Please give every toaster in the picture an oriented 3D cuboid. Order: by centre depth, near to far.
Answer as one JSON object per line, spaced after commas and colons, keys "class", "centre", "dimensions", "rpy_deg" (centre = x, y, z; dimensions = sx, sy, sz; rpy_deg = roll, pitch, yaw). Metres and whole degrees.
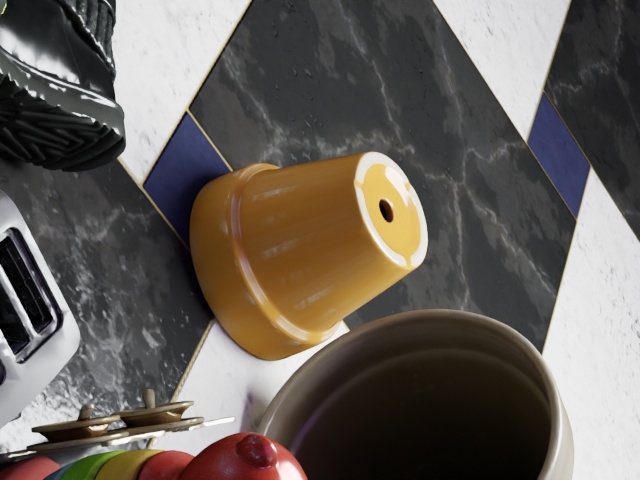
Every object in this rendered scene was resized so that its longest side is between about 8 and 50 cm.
{"class": "toaster", "centre": [-0.295, 0.070, 1.452], "dimensions": [0.168, 0.110, 0.186], "rpy_deg": [-45, 120, -43]}

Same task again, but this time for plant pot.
{"class": "plant pot", "centre": [0.122, 0.277, 1.893], "dimensions": [0.280, 0.323, 0.323], "rpy_deg": [61, 27, -45]}
{"class": "plant pot", "centre": [0.000, 0.000, 1.944], "dimensions": [0.205, 0.188, 0.205], "rpy_deg": [36, 43, -42]}

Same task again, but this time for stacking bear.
{"class": "stacking bear", "centre": [-0.131, 0.232, 1.485], "dimensions": [0.164, 0.289, 0.175], "rpy_deg": [-25, 92, -60]}

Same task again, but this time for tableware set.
{"class": "tableware set", "centre": [-0.176, 0.153, 1.619], "dimensions": [0.194, 0.128, 0.039], "rpy_deg": [-3, 84, -58]}

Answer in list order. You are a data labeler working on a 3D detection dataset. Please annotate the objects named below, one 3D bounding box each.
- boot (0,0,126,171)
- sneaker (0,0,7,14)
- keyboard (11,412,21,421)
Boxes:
{"class": "boot", "centre": [-0.304, -0.229, 1.667], "dimensions": [0.348, 0.131, 0.260], "rpy_deg": [30, 49, -53]}
{"class": "sneaker", "centre": [-0.332, -0.149, 1.439], "dimensions": [0.145, 0.385, 0.147], "rpy_deg": [37, -9, 29]}
{"class": "keyboard", "centre": [-0.301, 0.064, 1.576], "dimensions": [0.100, 0.038, 0.192], "rpy_deg": [-14, 82, -59]}
